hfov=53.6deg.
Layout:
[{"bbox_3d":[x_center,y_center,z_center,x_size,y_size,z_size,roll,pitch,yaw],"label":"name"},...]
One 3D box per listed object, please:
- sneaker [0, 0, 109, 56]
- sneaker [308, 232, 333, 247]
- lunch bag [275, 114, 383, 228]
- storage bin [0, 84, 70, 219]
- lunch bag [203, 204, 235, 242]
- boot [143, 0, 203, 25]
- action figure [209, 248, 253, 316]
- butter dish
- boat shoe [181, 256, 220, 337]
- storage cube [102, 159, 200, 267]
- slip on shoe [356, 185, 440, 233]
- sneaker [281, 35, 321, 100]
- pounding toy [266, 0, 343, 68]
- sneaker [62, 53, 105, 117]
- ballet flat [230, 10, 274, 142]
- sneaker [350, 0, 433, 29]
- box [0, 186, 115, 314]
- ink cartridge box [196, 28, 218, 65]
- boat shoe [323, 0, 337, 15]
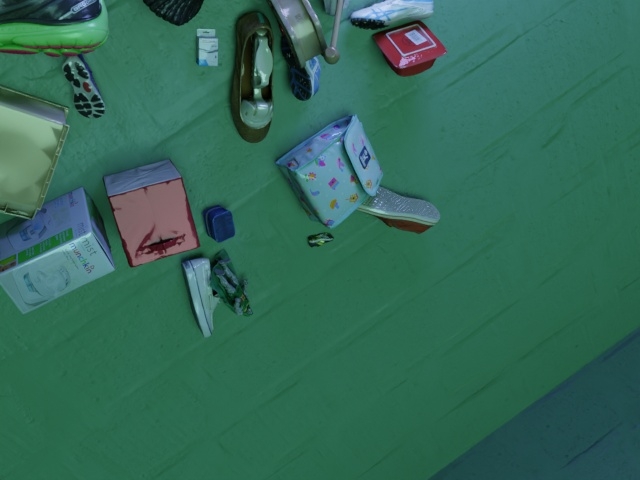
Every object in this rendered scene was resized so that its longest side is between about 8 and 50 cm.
[{"bbox_3d":[-0.687,-0.492,1.287,0.482,0.185,0.202,-3,94,-23],"label":"sneaker"},{"bbox_3d":[0.000,0.000,1.961,0.083,0.031,0.035,-7,134,-18],"label":"sneaker"},{"bbox_3d":[0.047,-0.199,1.789,0.262,0.160,0.223,-38,121,-13],"label":"lunch bag"},{"bbox_3d":[-0.738,-0.209,1.428,0.262,0.123,0.260,16,110,-32],"label":"storage bin"},{"bbox_3d":[-0.285,-0.045,1.774,0.067,0.065,0.099,-24,126,-31],"label":"lunch bag"},{"bbox_3d":[-0.221,-0.608,1.431,0.260,0.131,0.348,-46,162,32],"label":"boot"},{"bbox_3d":[-0.254,0.152,1.883,0.063,0.137,0.232,1,138,22],"label":"action figure"},{"bbox_3d":[0.240,-0.503,1.730,0.159,0.160,0.118,-21,147,-12],"label":"butter dish"},{"bbox_3d":[-0.338,0.167,1.857,0.088,0.096,0.268,-19,118,-19],"label":"boat shoe"},{"bbox_3d":[-0.430,-0.074,1.602,0.183,0.215,0.193,-17,117,-15],"label":"storage cube"},{"bbox_3d":[0.217,-0.088,1.964,0.331,0.123,0.101,12,135,-28],"label":"slip on shoe"},{"bbox_3d":[-0.046,-0.475,1.647,0.081,0.080,0.211,-38,129,-54],"label":"sneaker"},{"bbox_3d":[-0.018,-0.523,1.518,0.154,0.270,0.154,-27,171,0],"label":"pounding toy"},{"bbox_3d":[-0.542,-0.362,1.473,0.068,0.071,0.170,-3,136,-2],"label":"sneaker"},{"bbox_3d":[-0.159,-0.394,1.597,0.116,0.124,0.343,-5,120,-23],"label":"ballet flat"},{"bbox_3d":[0.186,-0.613,1.674,0.237,0.085,0.086,-15,97,-13],"label":"sneaker"},{"bbox_3d":[-0.635,0.018,1.520,0.231,0.262,0.127,-27,125,-8],"label":"box"},{"bbox_3d":[-0.278,-0.474,1.553,0.048,0.028,0.083,-7,120,-22],"label":"ink cartridge box"},{"bbox_3d":[0.013,-0.664,1.505,0.103,0.113,0.302,4,150,4],"label":"boat shoe"}]
